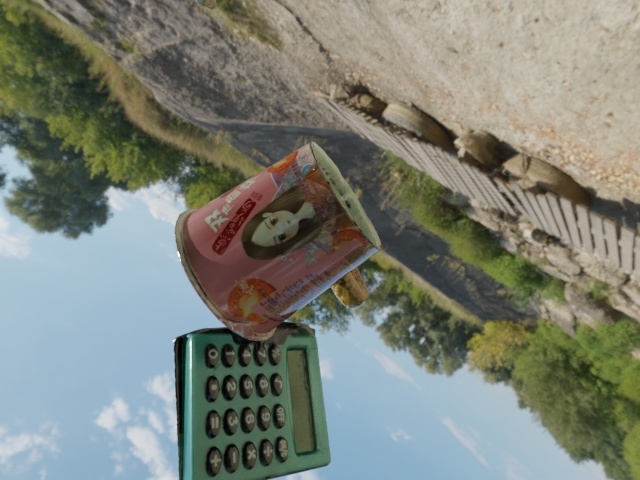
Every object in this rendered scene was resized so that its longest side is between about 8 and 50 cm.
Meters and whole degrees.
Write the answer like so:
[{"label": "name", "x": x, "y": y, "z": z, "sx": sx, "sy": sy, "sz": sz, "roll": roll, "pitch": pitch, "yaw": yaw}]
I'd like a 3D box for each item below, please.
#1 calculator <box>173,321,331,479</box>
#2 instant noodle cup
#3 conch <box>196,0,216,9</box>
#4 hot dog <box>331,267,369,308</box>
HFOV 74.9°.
[{"label": "calculator", "x": -0.102, "y": 0.260, "z": 0.694, "sx": 0.273, "sy": 0.058, "sz": 0.249, "roll": 11, "pitch": -120, "yaw": -36}, {"label": "instant noodle cup", "x": -0.054, "y": -0.007, "z": 0.639, "sx": 0.243, "sy": 0.231, "sz": 0.243, "roll": 52, "pitch": -166, "yaw": -19}, {"label": "conch", "x": -0.284, "y": -0.655, "z": 0.974, "sx": 0.129, "sy": 0.207, "sz": 0.155, "roll": 26, "pitch": -141, "yaw": 25}, {"label": "hot dog", "x": -0.001, "y": 0.000, "z": 0.796, "sx": 0.083, "sy": 0.068, "sz": 0.289, "roll": -30, "pitch": -89, "yaw": -51}]
